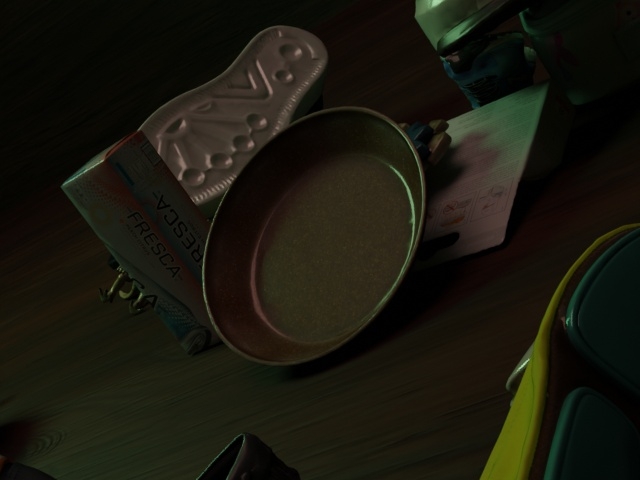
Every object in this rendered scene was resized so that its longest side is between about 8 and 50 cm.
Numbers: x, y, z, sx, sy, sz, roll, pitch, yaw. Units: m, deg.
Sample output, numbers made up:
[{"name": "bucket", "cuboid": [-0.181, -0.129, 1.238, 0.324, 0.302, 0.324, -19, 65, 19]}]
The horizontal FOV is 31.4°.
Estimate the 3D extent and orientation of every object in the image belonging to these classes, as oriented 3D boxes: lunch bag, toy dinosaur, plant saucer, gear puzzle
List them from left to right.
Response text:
[{"name": "toy dinosaur", "cuboid": [-0.196, 0.041, 1.254, 0.092, 0.053, 0.183, -51, -3, -46]}, {"name": "gear puzzle", "cuboid": [-0.005, -0.038, 0.988, 0.175, 0.044, 0.339, -55, 16, -7]}, {"name": "plant saucer", "cuboid": [0.000, 0.000, 0.815, 0.198, 0.036, 0.199, -20, 55, 32]}, {"name": "lunch bag", "cuboid": [0.297, -0.226, 0.915, 0.279, 0.108, 0.224, -29, 15, 18]}]

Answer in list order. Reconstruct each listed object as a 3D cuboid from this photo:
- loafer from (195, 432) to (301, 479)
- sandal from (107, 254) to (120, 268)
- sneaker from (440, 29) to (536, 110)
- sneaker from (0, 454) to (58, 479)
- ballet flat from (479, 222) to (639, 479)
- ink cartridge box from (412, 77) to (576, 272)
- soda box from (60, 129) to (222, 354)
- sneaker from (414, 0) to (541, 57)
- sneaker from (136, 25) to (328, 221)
[{"name": "loafer", "cuboid": [-0.093, 0.177, 0.506, 0.223, 0.078, 0.076, -40, 15, -23]}, {"name": "sandal", "cuboid": [-0.244, -0.019, 1.593, 0.067, 0.040, 0.179, -29, 28, 41]}, {"name": "sneaker", "cuboid": [0.147, -0.129, 0.939, 0.063, 0.073, 0.162, -7, -3, 27]}, {"name": "sneaker", "cuboid": [-0.221, 0.210, 0.522, 0.126, 0.127, 0.321, -67, -6, 26]}, {"name": "ballet flat", "cuboid": [0.100, 0.072, 0.452, 0.077, 0.077, 0.231, -43, 6, 43]}, {"name": "ink cartridge box", "cuboid": [0.112, -0.033, 0.864, 0.145, 0.045, 0.179, -21, 36, 41]}, {"name": "soda box", "cuboid": [-0.130, 0.003, 0.950, 0.063, 0.183, 0.058, -25, 16, 36]}, {"name": "sneaker", "cuboid": [0.160, -0.310, 0.900, 0.158, 0.182, 0.410, -24, 18, 37]}, {"name": "sneaker", "cuboid": [-0.105, -0.063, 1.212, 0.323, 0.130, 0.236, -52, -12, -38]}]
